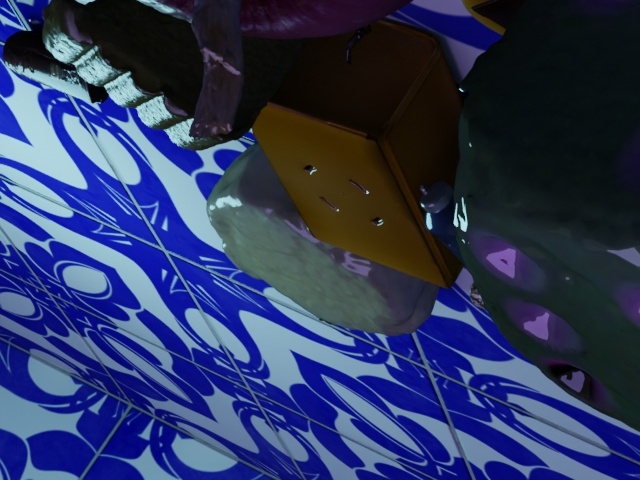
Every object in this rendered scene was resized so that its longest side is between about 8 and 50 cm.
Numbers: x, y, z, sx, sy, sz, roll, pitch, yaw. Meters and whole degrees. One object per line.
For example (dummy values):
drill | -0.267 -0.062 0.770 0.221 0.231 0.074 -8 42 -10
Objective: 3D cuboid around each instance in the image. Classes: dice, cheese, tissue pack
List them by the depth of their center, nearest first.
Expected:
dice | 0.310 -0.036 1.316 0.318 0.330 0.322 15 151 38
tissue pack | 0.057 -0.101 1.828 0.194 0.145 0.274 19 155 31
cheese | 0.000 0.000 2.192 0.318 0.115 0.326 43 160 -23

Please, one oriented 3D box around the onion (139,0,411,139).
onion | -0.041 -0.296 1.263 0.358 0.358 0.345 46 -164 -30

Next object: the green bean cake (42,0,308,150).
green bean cake | -0.133 -0.232 1.680 0.233 0.236 0.124 38 160 -18

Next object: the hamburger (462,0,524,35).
hamburger | 0.175 -0.225 1.455 0.141 0.081 0.126 23 163 -7

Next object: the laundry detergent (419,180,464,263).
laundry detergent | 0.175 0.008 1.756 0.206 0.061 0.096 42 164 -25

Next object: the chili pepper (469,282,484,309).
chili pepper | 0.185 0.012 1.916 0.052 0.050 0.202 38 -158 -20

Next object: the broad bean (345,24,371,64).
broad bean | 0.028 -0.283 1.581 0.075 0.067 0.325 59 172 22

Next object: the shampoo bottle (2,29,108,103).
shampoo bottle | -0.312 -0.221 2.225 0.236 0.067 0.068 17 145 38
